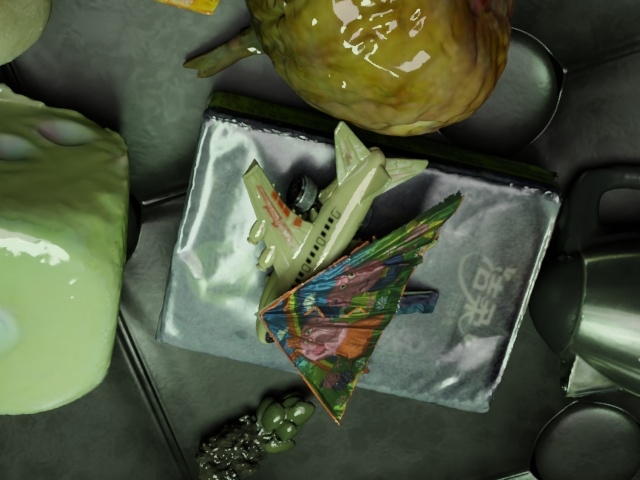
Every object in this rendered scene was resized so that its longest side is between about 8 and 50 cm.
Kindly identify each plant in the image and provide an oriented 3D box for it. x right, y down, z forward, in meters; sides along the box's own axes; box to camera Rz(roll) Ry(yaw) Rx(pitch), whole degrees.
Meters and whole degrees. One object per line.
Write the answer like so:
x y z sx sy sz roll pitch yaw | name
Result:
-0.079 0.243 1.345 0.174 0.085 0.087 -36 134 7 | plant

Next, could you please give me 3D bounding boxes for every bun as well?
-0.346 -0.243 1.033 0.173 0.166 0.113 19 143 18 | bun

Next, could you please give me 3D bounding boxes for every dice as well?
-0.325 0.010 1.114 0.252 0.250 0.254 7 126 -14 | dice

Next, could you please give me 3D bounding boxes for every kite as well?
0.030 0.078 1.114 0.234 0.016 0.321 -1 128 -38 | kite

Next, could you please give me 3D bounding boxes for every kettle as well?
0.368 0.066 1.212 0.271 0.207 0.251 9 113 -4 | kettle

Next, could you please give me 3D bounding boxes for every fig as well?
-0.003 -0.226 1.078 0.368 0.286 0.286 -12 115 28 | fig

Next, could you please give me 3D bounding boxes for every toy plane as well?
0.000 0.000 1.096 0.229 0.092 0.244 21 117 -30 | toy plane

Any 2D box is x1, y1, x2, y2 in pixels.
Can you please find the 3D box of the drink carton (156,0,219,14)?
-0.110 -0.310 1.034 0.096 0.071 0.223 11 154 -19 | drink carton

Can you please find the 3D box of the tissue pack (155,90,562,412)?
0.037 0.015 1.223 0.394 0.124 0.288 13 112 -7 | tissue pack
